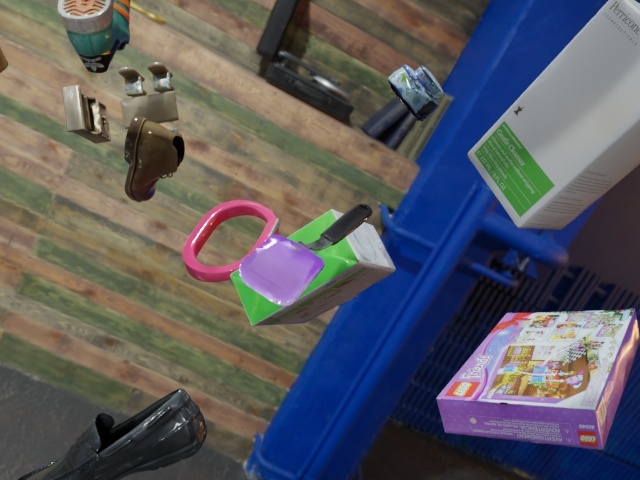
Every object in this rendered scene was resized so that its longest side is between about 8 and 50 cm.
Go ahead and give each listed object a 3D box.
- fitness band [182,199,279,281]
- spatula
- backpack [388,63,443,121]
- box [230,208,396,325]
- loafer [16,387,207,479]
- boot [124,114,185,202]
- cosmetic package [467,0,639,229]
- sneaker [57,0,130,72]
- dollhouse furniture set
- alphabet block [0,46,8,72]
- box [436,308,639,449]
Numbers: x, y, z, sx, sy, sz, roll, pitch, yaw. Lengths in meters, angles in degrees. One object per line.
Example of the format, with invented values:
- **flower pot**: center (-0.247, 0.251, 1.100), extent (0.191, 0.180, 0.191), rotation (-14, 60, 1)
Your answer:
- **fitness band**: center (-0.221, -0.001, 1.469), extent (0.209, 0.054, 0.291), rotation (7, 42, 18)
- **spatula**: center (0.000, 0.000, 0.773), extent (0.084, 0.030, 0.296), rotation (29, 30, 17)
- **backpack**: center (0.204, -0.320, 1.231), extent (0.114, 0.084, 0.105), rotation (49, 17, 2)
- **box**: center (-0.007, 0.069, 1.218), extent (0.231, 0.262, 0.126), rotation (12, 49, -64)
- **loafer**: center (-0.239, 0.230, 0.649), extent (0.076, 0.223, 0.078), rotation (-129, -162, -79)
- **boot**: center (-0.383, -0.164, 1.346), extent (0.115, 0.112, 0.305), rotation (16, -27, -10)
- **cosmetic package**: center (0.462, -0.204, 1.012), extent (0.155, 0.365, 0.197), rotation (1, 50, -38)
- **sneaker**: center (-0.398, -0.419, 1.053), extent (0.108, 0.121, 0.302), rotation (2, 47, -5)
- **dollhouse furniture set**: center (-0.483, -0.323, 1.447), extent (0.242, 0.212, 0.161), rotation (-9, -3, 2)
- **alphabet block**: center (-0.643, -0.335, 0.889), extent (0.192, 0.193, 0.197), rotation (37, -25, 10)
- **box**: center (0.319, 0.181, 0.827), extent (0.201, 0.057, 0.293), rotation (-7, 13, 39)
